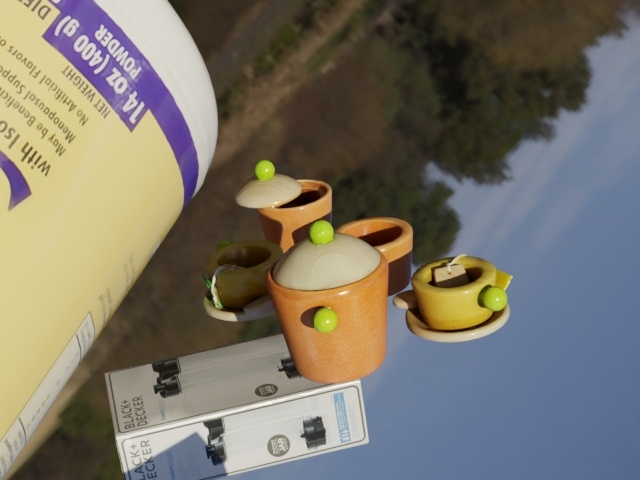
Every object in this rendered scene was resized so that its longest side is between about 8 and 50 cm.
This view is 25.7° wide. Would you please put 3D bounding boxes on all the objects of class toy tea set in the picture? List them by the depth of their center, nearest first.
[{"bbox_3d":[0.000,0.000,1.191,0.200,0.124,0.336,-22,-153,-27],"label":"toy tea set"}]

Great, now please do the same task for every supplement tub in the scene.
[{"bbox_3d":[-0.221,0.014,0.608,0.331,0.241,0.241,-59,-171,-25],"label":"supplement tub"}]

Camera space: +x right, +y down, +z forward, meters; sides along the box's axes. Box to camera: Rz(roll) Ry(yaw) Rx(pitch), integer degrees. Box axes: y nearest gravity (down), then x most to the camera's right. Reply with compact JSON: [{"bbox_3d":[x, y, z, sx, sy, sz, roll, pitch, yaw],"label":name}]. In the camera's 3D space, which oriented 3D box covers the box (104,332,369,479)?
[{"bbox_3d":[-0.104,0.199,1.674,0.290,0.087,0.169,-12,-156,-7],"label":"box"}]
